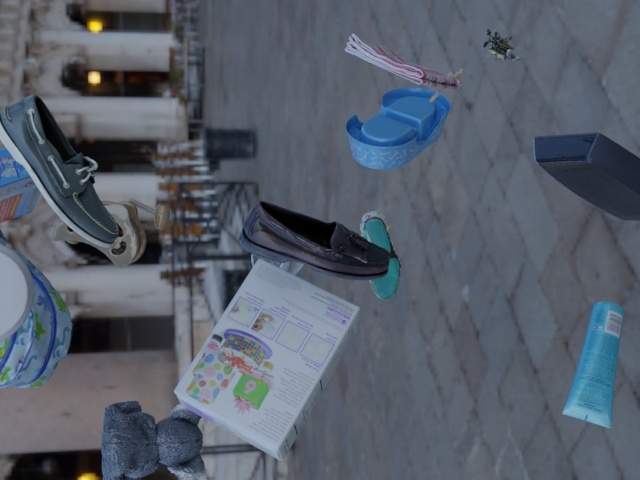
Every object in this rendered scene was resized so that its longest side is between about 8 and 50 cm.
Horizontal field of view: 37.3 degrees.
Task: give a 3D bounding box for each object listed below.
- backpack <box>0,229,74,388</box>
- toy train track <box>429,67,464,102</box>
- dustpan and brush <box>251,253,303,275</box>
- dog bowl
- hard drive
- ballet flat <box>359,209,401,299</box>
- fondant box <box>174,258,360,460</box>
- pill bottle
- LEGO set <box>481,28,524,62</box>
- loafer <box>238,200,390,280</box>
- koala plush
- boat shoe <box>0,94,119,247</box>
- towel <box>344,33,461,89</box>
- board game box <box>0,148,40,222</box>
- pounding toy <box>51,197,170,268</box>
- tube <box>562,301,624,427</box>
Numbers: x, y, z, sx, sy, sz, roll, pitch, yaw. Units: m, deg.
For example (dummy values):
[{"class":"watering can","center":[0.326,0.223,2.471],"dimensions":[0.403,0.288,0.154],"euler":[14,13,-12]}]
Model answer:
[{"class":"backpack","center":[-0.680,0.164,1.976],"dimensions":[0.290,0.355,0.273],"euler":[-57,-17,5]},{"class":"toy train track","center":[0.238,-0.287,1.770],"dimensions":[0.083,0.014,0.048],"euler":[-44,31,15]},{"class":"dustpan and brush","center":[-0.091,0.073,2.182],"dimensions":[0.060,0.147,0.211],"euler":[60,159,21]},{"class":"dog bowl","center":[0.178,-0.255,2.172],"dimensions":[0.165,0.297,0.074],"euler":[24,132,28]},{"class":"hard drive","center":[0.487,-0.100,1.587],"dimensions":[0.172,0.254,0.054],"euler":[7,71,62]},{"class":"ballet flat","center":[0.152,0.030,2.374],"dimensions":[0.077,0.091,0.241],"euler":[-97,-2,-65]},{"class":"fondant box","center":[-0.099,0.231,1.890],"dimensions":[0.330,0.238,0.096],"euler":[-58,-16,-23]},{"class":"pill bottle","center":[-0.526,0.080,1.459],"dimensions":[0.283,0.161,0.161],"euler":[174,95,-69]},{"class":"LEGO set","center":[0.209,-0.225,1.120],"dimensions":[0.054,0.083,0.023],"euler":[47,125,22]},{"class":"loafer","center":[0.000,0.000,1.810],"dimensions":[0.109,0.302,0.095],"euler":[-99,25,-57]},{"class":"koala plush","center":[-0.357,0.440,2.056],"dimensions":[0.203,0.221,0.196],"euler":[120,150,-74]},{"class":"boat shoe","center":[-0.471,-0.128,1.764],"dimensions":[0.319,0.099,0.116],"euler":[52,-170,-11]},{"class":"towel","center":[0.137,-0.282,1.514],"dimensions":[0.197,0.144,0.029],"euler":[-12,-52,-64]},{"class":"board game box","center":[-0.830,-0.105,2.284],"dimensions":[0.086,0.301,0.308],"euler":[63,150,5]},{"class":"pounding toy","center":[-0.500,-0.021,2.321],"dimensions":[0.155,0.269,0.154],"euler":[-52,-35,-80]},{"class":"tube","center":[0.467,0.206,1.594],"dimensions":[0.052,0.080,0.207],"euler":[75,-149,-63]}]
